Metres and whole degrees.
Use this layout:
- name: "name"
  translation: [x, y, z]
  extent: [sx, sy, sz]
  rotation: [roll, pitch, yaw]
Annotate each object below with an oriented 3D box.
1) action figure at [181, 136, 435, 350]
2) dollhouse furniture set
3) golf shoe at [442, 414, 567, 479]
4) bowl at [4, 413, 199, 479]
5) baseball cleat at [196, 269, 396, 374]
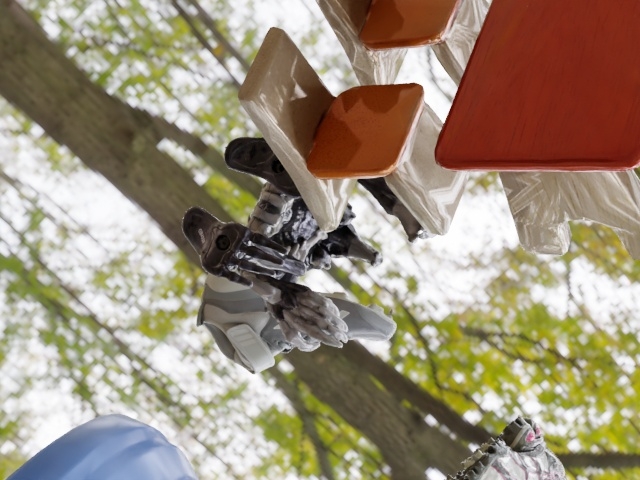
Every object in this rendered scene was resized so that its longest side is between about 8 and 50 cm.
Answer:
- name: "action figure"
  translation: [0.000, 0.000, 1.007]
  extent: [0.141, 0.276, 0.164]
  rotation: [35, -85, 15]
- name: "dollhouse furniture set"
  translation: [0.119, -0.127, 0.523]
  extent: [0.262, 0.135, 0.259]
  rotation: [1, -126, 32]
- name: "golf shoe"
  translation: [0.177, 0.252, 1.256]
  extent: [0.105, 0.120, 0.273]
  rotation: [-46, 166, 27]
- name: "bowl"
  translation: [-0.165, 0.275, 0.653]
  extent: [0.077, 0.391, 0.391]
  rotation: [29, -111, 11]
- name: "baseball cleat"
  translation: [-0.027, 0.093, 1.338]
  extent: [0.072, 0.206, 0.109]
  rotation: [141, -35, -70]
